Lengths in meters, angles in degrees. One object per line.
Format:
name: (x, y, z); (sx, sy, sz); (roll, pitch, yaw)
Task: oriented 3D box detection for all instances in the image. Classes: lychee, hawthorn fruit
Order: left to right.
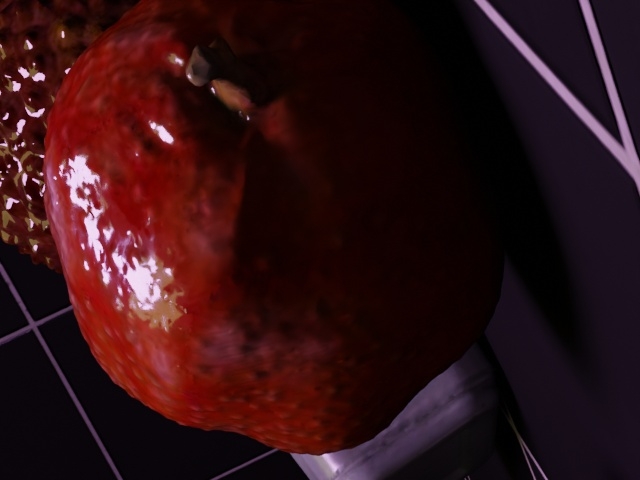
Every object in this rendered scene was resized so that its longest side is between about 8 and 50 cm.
lychee: (-0.125, -0.093, 1.365); (0.304, 0.276, 0.276); (51, 174, 13)
hawthorn fruit: (-0.022, -0.022, 0.804); (0.253, 0.205, 0.205); (88, 158, -65)

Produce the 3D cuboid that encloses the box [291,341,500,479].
box: (0.023, 0.088, 1.293); (0.182, 0.175, 0.312); (55, 175, 14)
